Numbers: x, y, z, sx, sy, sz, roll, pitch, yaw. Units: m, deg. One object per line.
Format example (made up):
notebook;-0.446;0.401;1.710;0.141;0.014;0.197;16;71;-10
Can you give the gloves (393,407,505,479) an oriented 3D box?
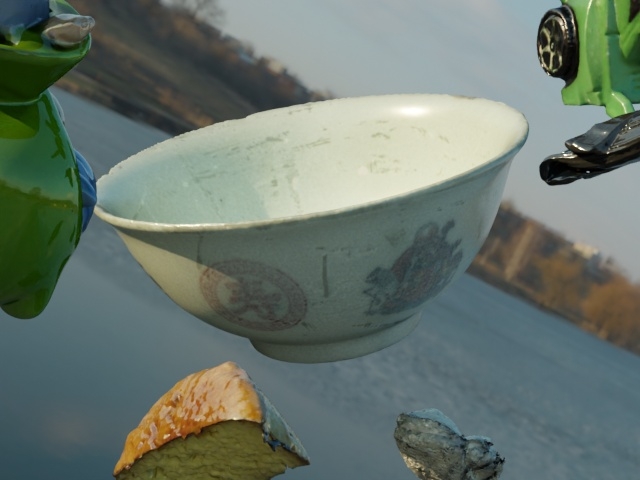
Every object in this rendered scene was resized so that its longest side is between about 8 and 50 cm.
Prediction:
gloves;0.134;0.223;1.251;0.114;0.070;0.153;24;-17;24

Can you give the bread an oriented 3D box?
bread;-0.125;0.220;1.419;0.260;0.134;0.129;-25;-50;36

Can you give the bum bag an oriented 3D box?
bum bag;0.355;-0.112;1.294;0.123;0.060;0.248;-25;8;-42

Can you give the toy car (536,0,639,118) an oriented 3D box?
toy car;0.404;-0.301;1.520;0.213;0.359;0.176;-5;12;-17

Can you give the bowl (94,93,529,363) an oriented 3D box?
bowl;0.000;0.000;1.222;0.434;0.196;0.435;-8;19;3

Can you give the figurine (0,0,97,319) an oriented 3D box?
figurine;-0.209;-0.074;0.740;0.162;0.263;0.143;18;33;7
